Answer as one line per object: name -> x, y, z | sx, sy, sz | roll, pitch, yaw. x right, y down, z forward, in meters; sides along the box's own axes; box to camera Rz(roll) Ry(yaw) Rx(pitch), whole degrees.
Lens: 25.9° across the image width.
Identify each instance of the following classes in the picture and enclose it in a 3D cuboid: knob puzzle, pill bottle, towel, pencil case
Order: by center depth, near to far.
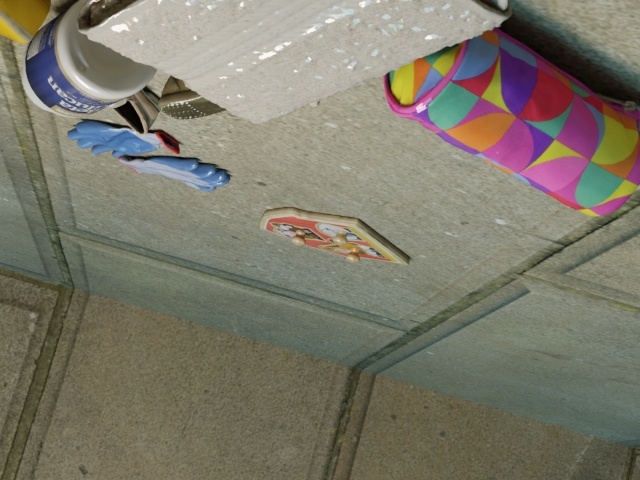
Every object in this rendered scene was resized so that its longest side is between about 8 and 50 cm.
towel -> -0.019, -0.164, 0.993 | 0.187, 0.049, 0.282 | 27, 148, -38
pencil case -> 0.162, -0.103, 1.099 | 0.236, 0.104, 0.104 | 21, 166, -34
pill bottle -> -0.218, -0.164, 1.279 | 0.094, 0.094, 0.169 | 21, 167, -24
knob puzzle -> 0.000, 0.000, 1.892 | 0.213, 0.030, 0.213 | 15, 168, 3

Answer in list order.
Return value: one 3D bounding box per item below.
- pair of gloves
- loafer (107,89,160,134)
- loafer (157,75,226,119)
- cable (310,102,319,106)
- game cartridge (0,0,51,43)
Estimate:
pair of gloves -> -0.208, -0.101, 1.717 | 0.159, 0.023, 0.198 | 7, 165, 34
loafer -> -0.208, -0.149, 1.460 | 0.045, 0.039, 0.125 | 9, 166, 29
loafer -> -0.084, -0.149, 1.298 | 0.148, 0.050, 0.056 | -6, 165, 18
cable -> -0.030, -0.170, 1.075 | 0.139, 0.072, 0.287 | 12, 167, 2
game cartridge -> -0.371, -0.270, 0.972 | 0.285, 0.053, 0.324 | 25, 170, 22
